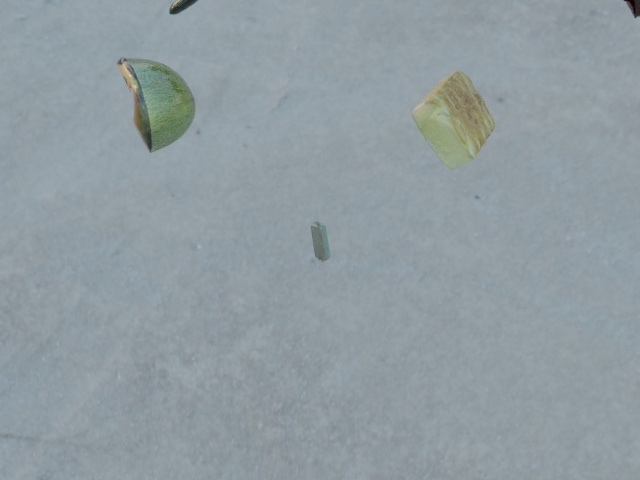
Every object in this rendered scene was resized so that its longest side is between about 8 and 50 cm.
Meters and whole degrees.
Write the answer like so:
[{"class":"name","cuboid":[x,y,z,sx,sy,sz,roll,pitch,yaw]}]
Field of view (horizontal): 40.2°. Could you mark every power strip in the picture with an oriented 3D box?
[{"class":"power strip","cuboid":[0.000,0.000,1.559,0.027,0.083,0.017,17,40,34]}]

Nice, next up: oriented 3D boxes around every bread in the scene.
[{"class":"bread","cuboid":[0.229,-0.206,1.478,0.125,0.068,0.188,53,32,-7]}]

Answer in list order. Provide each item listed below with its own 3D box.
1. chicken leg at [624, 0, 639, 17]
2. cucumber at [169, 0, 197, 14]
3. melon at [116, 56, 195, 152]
[{"class":"chicken leg","cuboid":[0.431,-0.423,1.295,0.063,0.105,0.234,-27,57,-8]},{"class":"cucumber","cuboid":[-0.268,-0.554,1.929,0.036,0.184,0.033,17,44,-52]},{"class":"melon","cuboid":[-0.254,-0.235,1.403,0.128,0.079,0.160,-17,82,-33]}]
